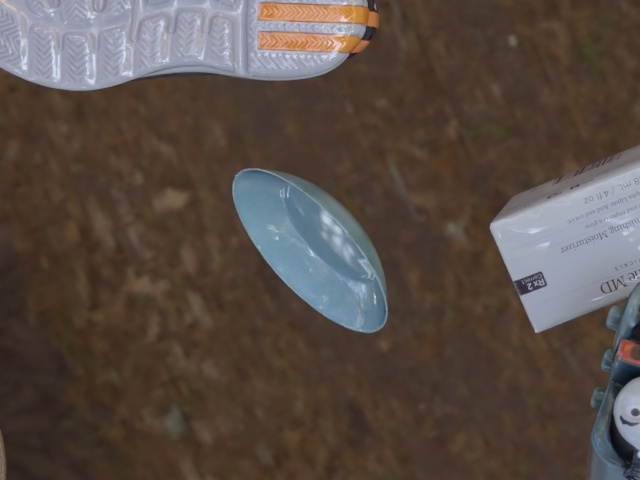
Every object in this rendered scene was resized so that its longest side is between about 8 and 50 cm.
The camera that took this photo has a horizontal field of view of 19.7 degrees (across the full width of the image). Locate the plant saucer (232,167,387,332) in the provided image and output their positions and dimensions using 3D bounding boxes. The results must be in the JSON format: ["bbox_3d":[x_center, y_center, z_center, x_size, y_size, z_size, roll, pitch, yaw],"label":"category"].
[{"bbox_3d":[0.000,0.000,1.689,0.195,0.037,0.195,37,155,21],"label":"plant saucer"}]

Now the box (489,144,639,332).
[{"bbox_3d":[0.280,-0.010,1.806,0.181,0.182,0.119,-23,95,17],"label":"box"}]

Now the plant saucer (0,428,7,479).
[{"bbox_3d":[-0.378,0.217,1.480,0.278,0.278,0.041,44,168,32],"label":"plant saucer"}]

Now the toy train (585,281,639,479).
[{"bbox_3d":[0.302,0.175,1.642,0.142,0.190,0.334,17,154,12],"label":"toy train"}]

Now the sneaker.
[{"bbox_3d":[-0.114,-0.164,1.381,0.180,0.321,0.124,-13,-69,-83],"label":"sneaker"}]
